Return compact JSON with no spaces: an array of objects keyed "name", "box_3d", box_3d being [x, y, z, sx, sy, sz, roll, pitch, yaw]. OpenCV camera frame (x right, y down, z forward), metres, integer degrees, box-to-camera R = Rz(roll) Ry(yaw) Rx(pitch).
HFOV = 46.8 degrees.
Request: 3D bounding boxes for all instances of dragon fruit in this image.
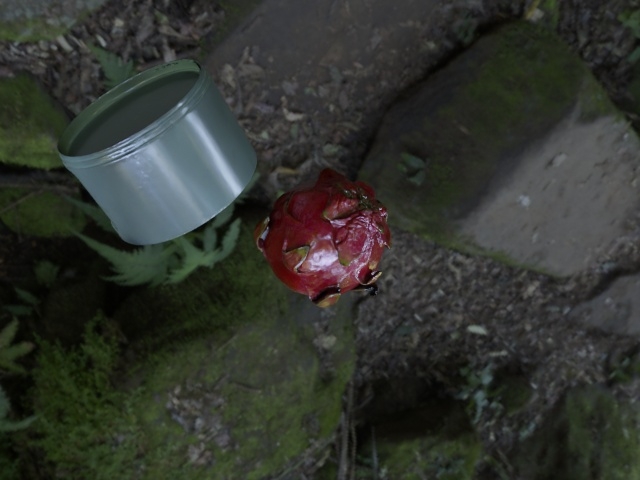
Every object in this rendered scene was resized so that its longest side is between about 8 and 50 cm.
[{"name":"dragon fruit","box_3d":[0.000,0.000,0.748,0.133,0.136,0.166,-4,174,-16]}]

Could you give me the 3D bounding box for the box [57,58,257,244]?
[{"name":"box","box_3d":[-0.220,-0.124,1.007,0.226,0.226,0.149,-38,124,-12]}]
